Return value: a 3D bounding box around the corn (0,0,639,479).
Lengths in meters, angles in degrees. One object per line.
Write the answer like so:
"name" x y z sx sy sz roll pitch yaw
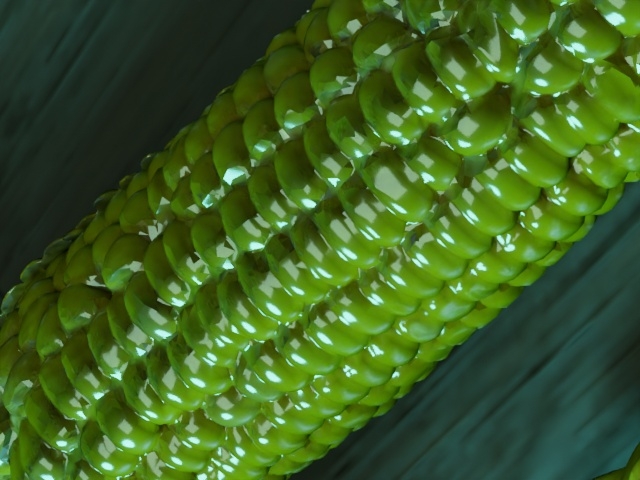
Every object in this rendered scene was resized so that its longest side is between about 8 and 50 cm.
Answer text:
"corn" -0.001 0.000 0.402 0.318 0.115 0.115 -41 87 30

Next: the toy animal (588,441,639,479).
"toy animal" 0.172 0.130 0.353 0.156 0.156 0.230 -41 77 30
